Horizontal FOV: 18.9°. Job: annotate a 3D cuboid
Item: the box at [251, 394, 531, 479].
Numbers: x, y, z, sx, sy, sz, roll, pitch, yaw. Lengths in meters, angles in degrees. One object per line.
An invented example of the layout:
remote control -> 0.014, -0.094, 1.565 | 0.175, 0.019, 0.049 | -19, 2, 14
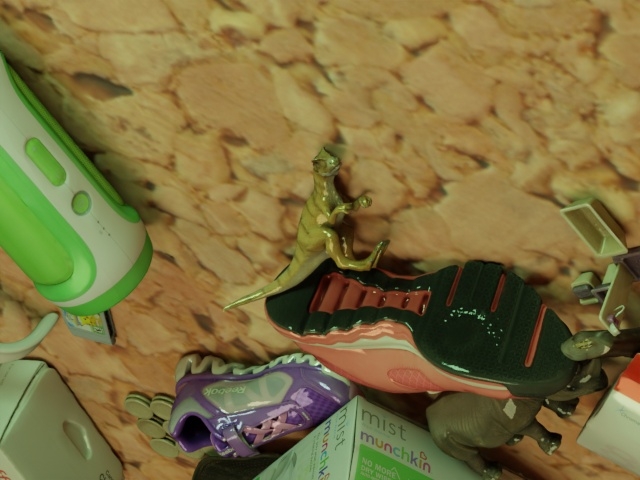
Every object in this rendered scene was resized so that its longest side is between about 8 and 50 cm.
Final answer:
box -> 0.075, 0.305, 1.991 | 0.262, 0.127, 0.231 | 29, 135, -21

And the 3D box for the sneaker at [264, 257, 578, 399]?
sneaker -> 0.106, 0.092, 1.807 | 0.314, 0.116, 0.136 | 12, 153, 30

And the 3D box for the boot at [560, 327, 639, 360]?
boot -> 0.281, 0.090, 1.687 | 0.106, 0.037, 0.114 | -13, 166, 43

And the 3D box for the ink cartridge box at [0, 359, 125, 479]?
ink cartridge box -> -0.423, 0.250, 2.290 | 0.306, 0.131, 0.226 | 1, 139, 32

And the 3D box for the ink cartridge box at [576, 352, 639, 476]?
ink cartridge box -> 0.336, 0.189, 1.733 | 0.189, 0.066, 0.232 | 29, 171, 8

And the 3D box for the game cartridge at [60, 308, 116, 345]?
game cartridge -> -0.251, 0.080, 2.064 | 0.056, 0.017, 0.083 | 16, 144, 18

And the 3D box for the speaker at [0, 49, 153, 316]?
speaker -> -0.282, -0.063, 1.804 | 0.131, 0.131, 0.296 | -7, 134, 37

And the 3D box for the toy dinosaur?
toy dinosaur -> 0.000, 0.000, 1.773 | 0.112, 0.064, 0.211 | 28, 126, 7

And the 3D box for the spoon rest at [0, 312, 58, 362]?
spoon rest -> -0.421, 0.049, 2.069 | 0.276, 0.084, 0.137 | 31, 144, -10

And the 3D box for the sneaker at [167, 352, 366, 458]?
sneaker -> -0.064, 0.181, 2.006 | 0.236, 0.104, 0.095 | -3, 135, 32

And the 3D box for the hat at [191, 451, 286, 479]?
hat -> -0.021, 0.380, 2.202 | 0.331, 0.134, 0.331 | 14, 144, 10

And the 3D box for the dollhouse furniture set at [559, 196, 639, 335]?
dollhouse furniture set -> 0.225, 0.028, 1.651 | 0.091, 0.081, 0.114 | -15, 129, 42

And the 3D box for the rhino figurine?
rhino figurine -> 0.190, 0.155, 1.846 | 0.106, 0.073, 0.243 | 31, 143, -15

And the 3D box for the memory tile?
memory tile -> -0.145, 0.212, 2.172 | 0.148, 0.012, 0.113 | 1, 139, 30
